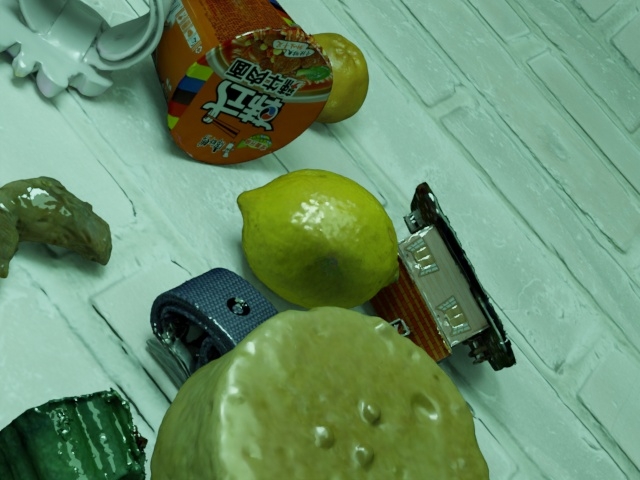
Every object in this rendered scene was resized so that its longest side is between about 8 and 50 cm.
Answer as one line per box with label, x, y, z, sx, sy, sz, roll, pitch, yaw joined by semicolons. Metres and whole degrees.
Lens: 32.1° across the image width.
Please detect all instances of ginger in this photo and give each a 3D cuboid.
ginger;-0.352;-0.017;1.261;0.290;0.084;0.122;0;50;-46

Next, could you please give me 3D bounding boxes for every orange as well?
orange;0.008;-0.271;1.828;0.159;0.136;0.159;24;43;-24

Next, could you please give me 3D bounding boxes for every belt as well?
belt;-0.108;0.150;1.315;0.126;0.139;0.230;-28;79;-48

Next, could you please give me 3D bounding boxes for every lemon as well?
lemon;0.000;0.000;1.516;0.256;0.188;0.188;25;40;-16

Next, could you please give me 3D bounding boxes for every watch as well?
watch;-0.325;-0.323;1.461;0.244;0.231;0.196;34;40;-22

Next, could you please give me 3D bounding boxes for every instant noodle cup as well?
instant noodle cup;-0.132;-0.264;1.603;0.250;0.250;0.192;7;43;-42

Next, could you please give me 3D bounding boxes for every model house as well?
model house;0.152;0.088;1.660;0.294;0.154;0.207;63;-5;9

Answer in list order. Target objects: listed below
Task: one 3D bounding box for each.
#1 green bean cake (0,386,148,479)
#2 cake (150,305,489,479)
green bean cake;-0.225;0.216;1.067;0.193;0.208;0.107;-5;62;-45
cake;-0.038;0.266;1.113;0.332;0.321;0.332;20;51;-26
